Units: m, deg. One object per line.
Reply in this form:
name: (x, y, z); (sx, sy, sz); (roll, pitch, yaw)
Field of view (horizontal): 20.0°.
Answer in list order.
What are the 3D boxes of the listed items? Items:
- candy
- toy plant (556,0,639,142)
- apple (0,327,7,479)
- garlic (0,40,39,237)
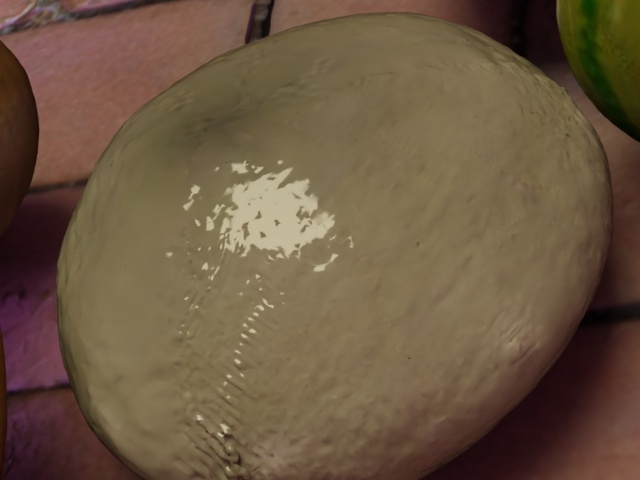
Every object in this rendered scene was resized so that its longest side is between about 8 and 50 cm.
candy: (0.000, 0.000, 0.870); (0.295, 0.185, 0.295); (-18, 40, 16)
toy plant: (0.148, -0.164, 0.971); (0.224, 0.184, 0.316); (-14, 27, -25)
apple: (-0.336, 0.069, 0.811); (0.391, 0.391, 0.346); (-12, 46, 16)
garlic: (-0.295, -0.057, 1.077); (0.338, 0.196, 0.151); (-1, 25, 43)
